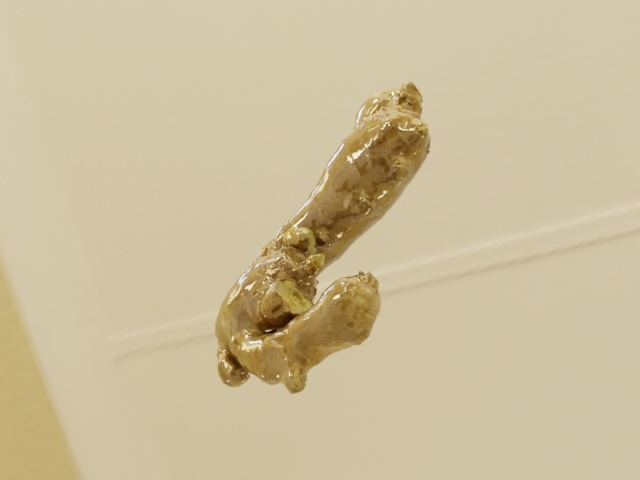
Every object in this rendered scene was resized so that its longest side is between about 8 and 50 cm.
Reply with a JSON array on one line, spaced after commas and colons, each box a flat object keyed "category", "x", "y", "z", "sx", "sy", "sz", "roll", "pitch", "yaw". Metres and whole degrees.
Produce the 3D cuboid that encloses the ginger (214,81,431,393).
[{"category": "ginger", "x": 0.000, "y": 0.000, "z": 0.978, "sx": 0.176, "sy": 0.193, "sz": 0.052, "roll": -39, "pitch": -67, "yaw": 16}]
